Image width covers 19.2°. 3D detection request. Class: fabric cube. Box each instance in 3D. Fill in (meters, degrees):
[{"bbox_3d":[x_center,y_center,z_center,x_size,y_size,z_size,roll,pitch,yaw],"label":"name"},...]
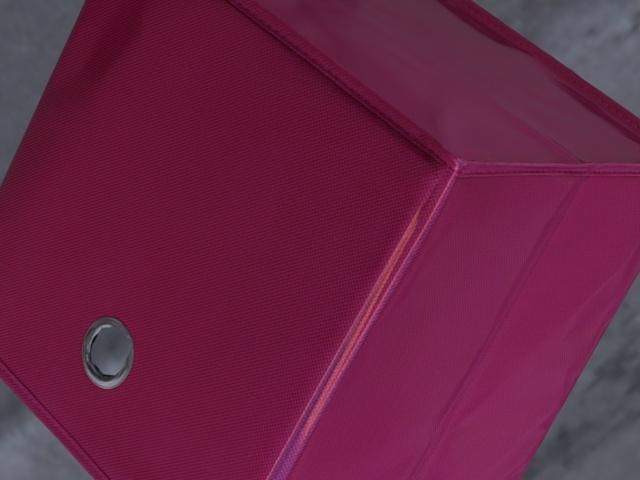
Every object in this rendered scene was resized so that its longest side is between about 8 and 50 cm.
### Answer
[{"bbox_3d":[0.000,0.000,1.036,0.259,0.254,0.258,-1,126,-52],"label":"fabric cube"}]
